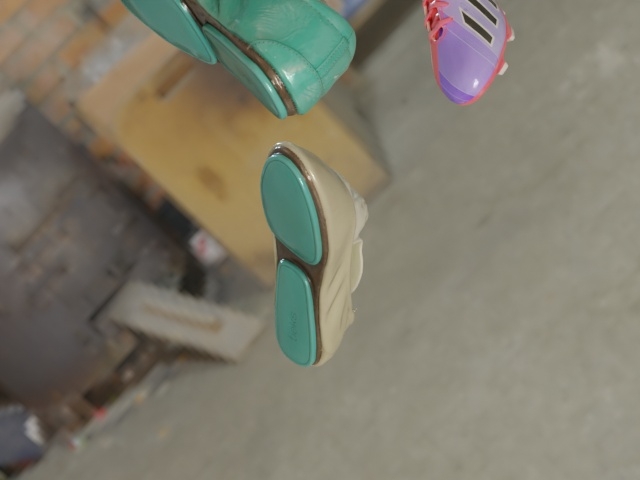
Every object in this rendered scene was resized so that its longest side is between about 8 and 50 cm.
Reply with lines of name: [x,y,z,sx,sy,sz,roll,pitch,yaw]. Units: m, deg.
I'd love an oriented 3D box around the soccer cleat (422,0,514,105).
soccer cleat: [0.115,-0.229,1.688,0.083,0.095,0.248,-30,43,42]

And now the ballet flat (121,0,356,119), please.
ballet flat: [-0.053,-0.154,1.257,0.087,0.083,0.247,-37,40,-12]

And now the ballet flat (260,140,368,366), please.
ballet flat: [0.000,0.000,1.534,0.248,0.086,0.086,92,-159,-48]
